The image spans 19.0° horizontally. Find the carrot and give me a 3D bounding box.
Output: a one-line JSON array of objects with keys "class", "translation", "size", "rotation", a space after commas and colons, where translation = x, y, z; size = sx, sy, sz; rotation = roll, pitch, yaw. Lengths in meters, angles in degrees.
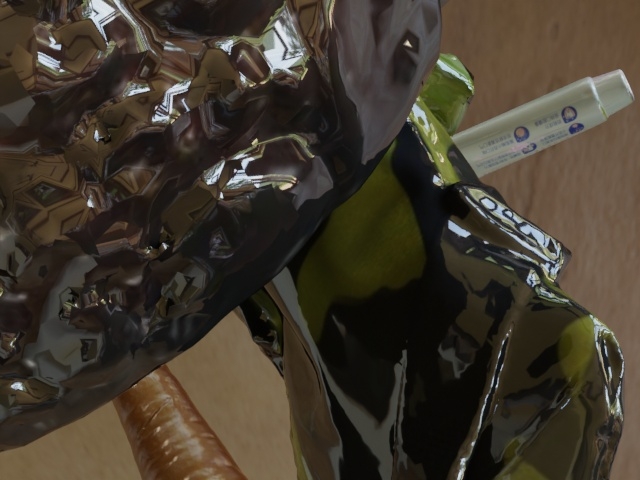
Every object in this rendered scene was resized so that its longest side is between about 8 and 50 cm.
[{"class": "carrot", "translation": [-0.104, 0.132, 1.303], "size": [0.069, 0.069, 0.336], "rotation": [-30, 50, -8]}]

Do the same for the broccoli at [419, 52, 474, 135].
[{"class": "broccoli", "translation": [-0.009, -0.092, 0.843], "size": [0.160, 0.167, 0.154], "rotation": [24, 27, -5]}]

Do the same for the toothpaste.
[{"class": "toothpaste", "translation": [0.110, -0.062, 1.312], "size": [0.218, 0.052, 0.033], "rotation": [-24, 41, 13]}]

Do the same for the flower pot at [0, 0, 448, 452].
[{"class": "flower pot", "translation": [-0.128, -0.126, 0.364], "size": [0.266, 0.267, 0.267], "rotation": [-17, 46, 18]}]

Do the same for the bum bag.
[{"class": "bum bag", "translation": [0.000, 0.000, 0.445], "size": [0.060, 0.107, 0.232], "rotation": [-6, 50, -41]}]
